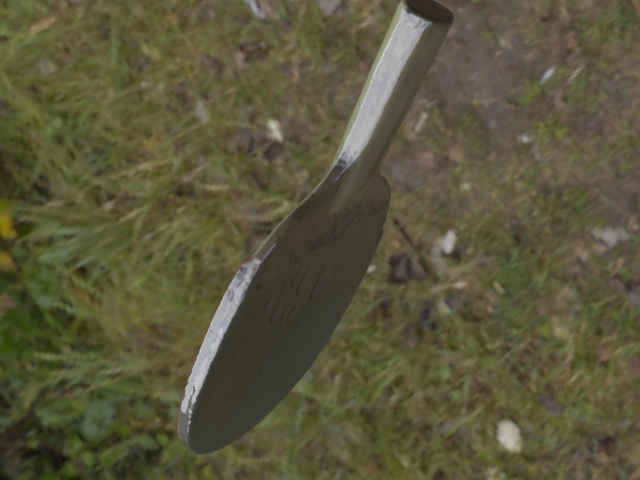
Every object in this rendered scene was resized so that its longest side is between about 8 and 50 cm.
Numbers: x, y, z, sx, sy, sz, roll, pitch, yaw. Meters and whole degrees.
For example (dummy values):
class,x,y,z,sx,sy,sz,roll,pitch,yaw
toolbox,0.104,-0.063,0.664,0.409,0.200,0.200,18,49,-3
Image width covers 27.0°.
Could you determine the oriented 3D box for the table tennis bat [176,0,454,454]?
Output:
class,x,y,z,sx,sy,sz,roll,pitch,yaw
table tennis bat,0.000,0.000,0.587,0.022,0.131,0.234,36,119,19
